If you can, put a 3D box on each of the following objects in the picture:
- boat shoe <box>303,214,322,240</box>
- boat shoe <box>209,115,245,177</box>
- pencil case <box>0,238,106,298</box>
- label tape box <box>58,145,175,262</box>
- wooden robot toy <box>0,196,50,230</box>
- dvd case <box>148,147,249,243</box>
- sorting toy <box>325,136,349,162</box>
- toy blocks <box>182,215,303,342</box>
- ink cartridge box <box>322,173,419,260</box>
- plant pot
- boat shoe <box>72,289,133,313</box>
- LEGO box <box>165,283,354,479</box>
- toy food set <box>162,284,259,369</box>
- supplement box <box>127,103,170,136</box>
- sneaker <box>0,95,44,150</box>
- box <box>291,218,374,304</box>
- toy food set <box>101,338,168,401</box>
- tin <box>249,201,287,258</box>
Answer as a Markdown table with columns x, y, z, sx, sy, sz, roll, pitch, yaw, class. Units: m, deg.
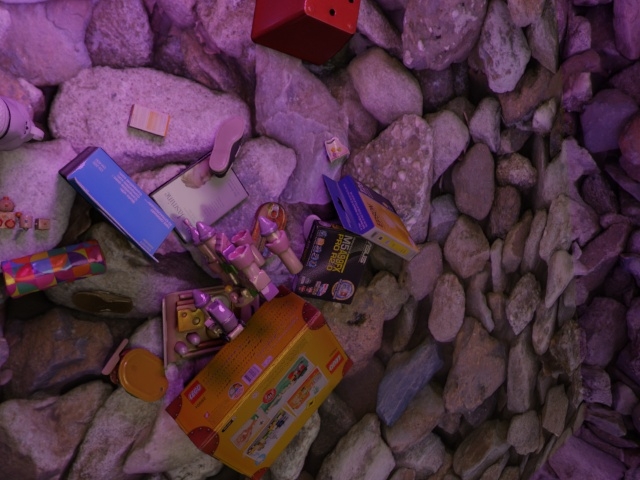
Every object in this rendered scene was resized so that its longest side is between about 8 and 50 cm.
| x | y | z | sx | sy | sz | roll | pitch | yaw | class |
| --- | --- | --- | --- | --- | --- | --- | --- | --- | --- |
| 0.000 | 0.000 | 1.632 | 0.070 | 0.077 | 0.220 | -72 | 148 | -57 | boat shoe |
| -0.277 | -0.278 | 1.392 | 0.075 | 0.065 | 0.206 | 14 | 65 | 4 | boat shoe |
| -0.672 | 0.070 | 1.180 | 0.236 | 0.104 | 0.105 | -16 | 108 | -28 | pencil case |
| -0.481 | -0.097 | 1.120 | 0.115 | 0.347 | 0.249 | -48 | 121 | -17 | label tape box |
| -0.747 | -0.066 | 1.122 | 0.173 | 0.076 | 0.079 | 3 | 86 | -34 | wooden robot toy |
| -0.356 | -0.136 | 1.394 | 0.253 | 0.022 | 0.180 | -41 | 119 | -21 | dvd case |
| 0.047 | -0.318 | 1.620 | 0.083 | 0.044 | 0.075 | -29 | 106 | -26 | sorting toy |
| -0.268 | 0.057 | 1.287 | 0.309 | 0.288 | 0.260 | -45 | 117 | -26 | toy blocks |
| 0.170 | -0.097 | 1.597 | 0.307 | 0.304 | 0.072 | 29 | 118 | -35 | ink cartridge box |
| -0.020 | -0.707 | 1.384 | 0.267 | 0.235 | 0.268 | 6 | 95 | -35 | plant pot |
| -0.596 | 0.165 | 1.283 | 0.152 | 0.048 | 0.056 | 10 | 105 | -28 | boat shoe |
| -0.161 | 0.452 | 1.470 | 0.500 | 0.193 | 0.373 | -47 | 139 | -18 | LEGO box |
| -0.334 | 0.260 | 1.440 | 0.305 | 0.092 | 0.220 | -6 | 102 | -33 | toy food set |
| -0.468 | -0.327 | 1.275 | 0.098 | 0.036 | 0.062 | 14 | 91 | -35 | supplement box |
| -0.806 | -0.278 | 1.006 | 0.365 | 0.210 | 0.138 | 13 | 91 | 0 | sneaker |
| 0.043 | 0.078 | 1.594 | 0.216 | 0.060 | 0.270 | 13 | 112 | -18 | box |
| -0.538 | 0.381 | 1.346 | 0.218 | 0.071 | 0.128 | 52 | 37 | -36 | toy food set |
| -0.176 | -0.034 | 1.525 | 0.106 | 0.040 | 0.190 | 20 | 88 | -39 | tin |
